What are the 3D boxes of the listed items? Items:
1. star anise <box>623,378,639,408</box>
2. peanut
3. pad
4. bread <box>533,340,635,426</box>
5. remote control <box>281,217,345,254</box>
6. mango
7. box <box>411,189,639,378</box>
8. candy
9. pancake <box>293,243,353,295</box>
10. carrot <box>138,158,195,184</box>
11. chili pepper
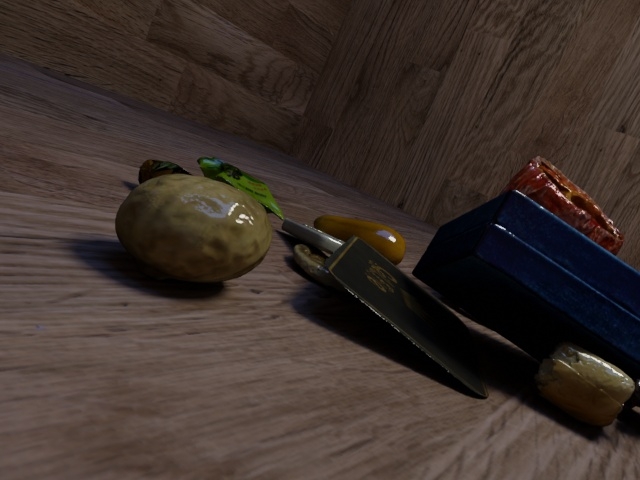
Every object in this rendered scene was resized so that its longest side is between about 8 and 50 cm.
[{"bbox_3d":[0.494,0.220,0.817,0.213,0.129,0.283,30,1,-2],"label":"star anise"},{"bbox_3d":[-0.122,-0.012,0.580,0.141,0.109,0.159,27,12,16],"label":"peanut"},{"bbox_3d":[0.114,0.043,0.799,0.315,0.063,0.375,38,10,3],"label":"pad"},{"bbox_3d":[0.323,0.182,0.709,0.106,0.082,0.125,39,-2,26],"label":"bread"},{"bbox_3d":[0.000,0.000,0.972,0.088,0.029,0.190,24,1,-24],"label":"remote control"},{"bbox_3d":[0.074,0.001,1.079,0.184,0.084,0.102,17,8,23],"label":"mango"},{"bbox_3d":[0.302,0.069,0.803,0.279,0.116,0.261,32,-11,-2],"label":"box"},{"bbox_3d":[-0.160,-0.102,1.102,0.149,0.069,0.246,26,3,-24],"label":"candy"},{"bbox_3d":[0.020,0.045,0.862,0.152,0.025,0.151,24,9,-4],"label":"pancake"},{"bbox_3d":[-0.181,-0.058,0.846,0.229,0.068,0.069,30,11,26],"label":"carrot"},{"bbox_3d":[0.410,0.027,1.071,0.251,0.305,0.229,34,20,9],"label":"chili pepper"}]
